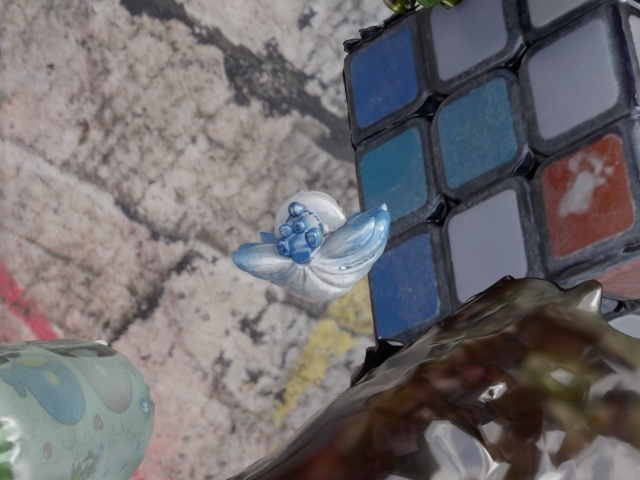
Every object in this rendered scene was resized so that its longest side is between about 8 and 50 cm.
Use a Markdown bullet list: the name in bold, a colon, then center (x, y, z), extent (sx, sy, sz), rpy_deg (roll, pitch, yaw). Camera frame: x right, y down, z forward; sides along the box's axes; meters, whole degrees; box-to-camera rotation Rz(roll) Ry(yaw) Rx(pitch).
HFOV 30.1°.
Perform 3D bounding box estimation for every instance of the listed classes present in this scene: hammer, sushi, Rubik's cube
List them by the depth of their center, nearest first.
- **sushi**: center (0.036, 0.207, 0.430), extent (0.294, 0.299, 0.281), rpy_deg (-35, 179, -34)
- **hammer**: center (-0.287, 0.088, 0.785), extent (0.206, 0.336, 0.118), rpy_deg (8, 101, -69)
- **Rubik's cube**: center (0.266, -0.063, 1.195), extent (0.363, 0.358, 0.362), rpy_deg (17, 146, -40)

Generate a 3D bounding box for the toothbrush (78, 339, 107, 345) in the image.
- **toothbrush**: center (-0.356, 0.149, 1.684), extent (0.017, 0.014, 0.194), rpy_deg (-14, 172, 18)

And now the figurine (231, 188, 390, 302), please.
- **figurine**: center (0.000, 0.000, 0.816), extent (0.114, 0.114, 0.079), rpy_deg (-24, 96, -4)

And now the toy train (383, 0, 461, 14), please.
- **toy train**: center (0.056, -0.304, 1.082), extent (0.225, 0.137, 0.090), rpy_deg (29, 146, -37)
